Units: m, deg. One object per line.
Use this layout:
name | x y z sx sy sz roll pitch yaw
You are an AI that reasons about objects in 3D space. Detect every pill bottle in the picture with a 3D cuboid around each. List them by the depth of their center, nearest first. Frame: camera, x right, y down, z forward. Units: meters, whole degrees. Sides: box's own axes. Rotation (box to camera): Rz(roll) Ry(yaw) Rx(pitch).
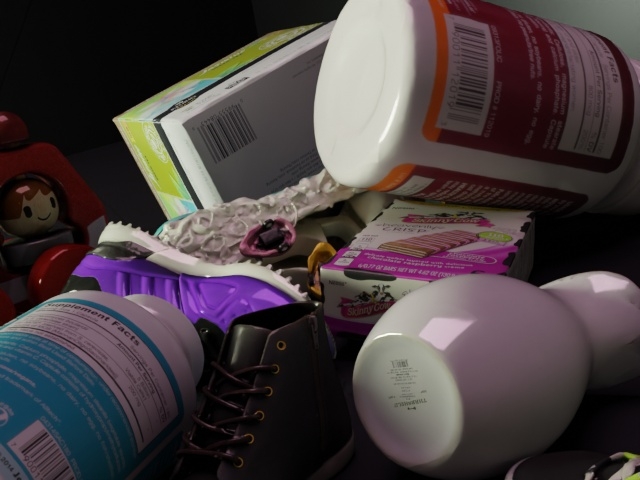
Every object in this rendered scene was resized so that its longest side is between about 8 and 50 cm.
pill bottle | -0.175 0.122 0.518 0.146 0.146 0.264 -4 15 22
pill bottle | 0.211 -0.145 0.931 0.392 0.224 0.224 7 7 -24

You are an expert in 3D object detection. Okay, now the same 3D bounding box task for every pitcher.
pitcher | 0.104 0.087 0.560 0.207 0.125 0.178 -10 -10 -44

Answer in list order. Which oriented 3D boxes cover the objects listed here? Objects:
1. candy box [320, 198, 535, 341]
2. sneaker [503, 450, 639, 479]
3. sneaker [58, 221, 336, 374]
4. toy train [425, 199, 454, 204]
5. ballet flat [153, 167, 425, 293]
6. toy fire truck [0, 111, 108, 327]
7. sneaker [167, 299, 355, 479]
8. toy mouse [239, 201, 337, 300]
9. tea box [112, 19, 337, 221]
candy box | 0.113 0.026 0.795 0.159 0.071 0.233 6 19 20
sneaker | 0.196 0.118 0.387 0.235 0.097 0.084 4 20 42
sneaker | -0.129 0.087 0.739 0.293 0.102 0.146 15 50 32
toy train | 0.268 -0.138 1.245 0.190 0.142 0.334 -11 11 37
ballet flat | 0.000 0.000 0.961 0.409 0.146 0.147 -22 19 -28
toy fire truck | -0.381 -0.008 0.924 0.302 0.253 0.169 -23 20 -40
sneaker | -0.062 0.121 0.500 0.083 0.118 0.222 0 18 32
toy mouse | -0.049 0.033 0.832 0.143 0.161 0.031 -6 -30 -10
tea box | -0.094 -0.170 1.278 0.329 0.220 0.324 -34 22 -22
